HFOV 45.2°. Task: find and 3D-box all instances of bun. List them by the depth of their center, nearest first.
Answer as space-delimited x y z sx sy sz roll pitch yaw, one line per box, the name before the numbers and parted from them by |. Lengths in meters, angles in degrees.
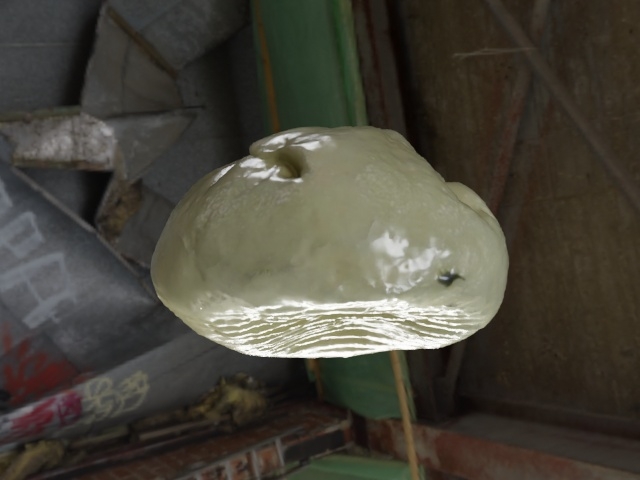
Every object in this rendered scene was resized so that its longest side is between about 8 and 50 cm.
bun | 0.000 0.000 0.571 0.259 0.259 0.160 -34 -125 59
